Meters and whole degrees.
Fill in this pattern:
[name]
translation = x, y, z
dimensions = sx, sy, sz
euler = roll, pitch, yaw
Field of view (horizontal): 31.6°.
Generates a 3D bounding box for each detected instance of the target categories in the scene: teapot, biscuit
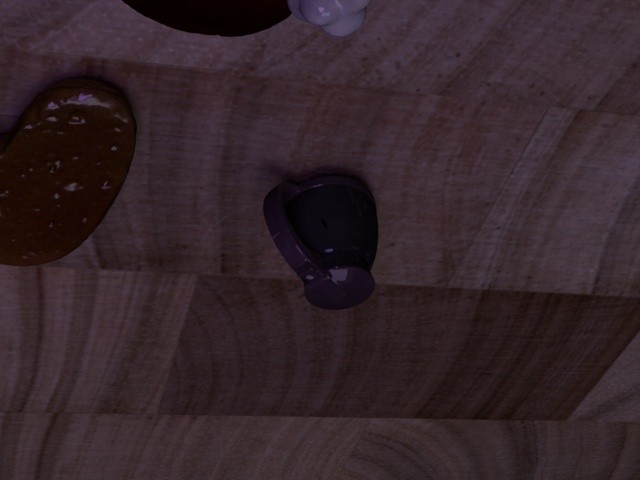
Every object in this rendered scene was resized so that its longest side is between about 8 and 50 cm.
[teapot]
translation = 0.010, -0.001, 1.261
dimensions = 0.116, 0.146, 0.148
euler = -15, 141, 6
[biscuit]
translation = -0.341, -0.084, 1.158
dimensions = 0.277, 0.052, 0.262
euler = 12, 132, -24

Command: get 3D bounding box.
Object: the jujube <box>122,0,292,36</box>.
[jujube]
translation = -0.112, -0.268, 0.879
dimensions = 0.190, 0.190, 0.255
euler = -33, 131, 26

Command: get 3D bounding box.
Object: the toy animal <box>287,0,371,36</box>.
[toy animal]
translation = 0.060, -0.269, 0.787
dimensions = 0.181, 0.363, 0.180
euler = 8, 160, 45
